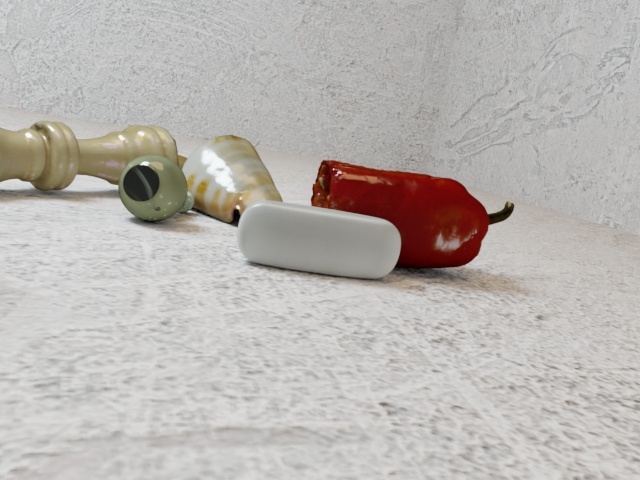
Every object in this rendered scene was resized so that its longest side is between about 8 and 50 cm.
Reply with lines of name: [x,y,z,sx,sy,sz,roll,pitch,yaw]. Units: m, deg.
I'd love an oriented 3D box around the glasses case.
glasses case: [0.000,0.000,0.695,0.197,0.076,0.049,8,13,-12]

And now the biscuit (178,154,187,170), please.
biscuit: [-0.365,-0.165,1.249,0.164,0.047,0.208,11,11,-1]

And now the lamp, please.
lamp: [-0.220,-0.067,0.836,0.091,0.091,0.163,13,-3,10]

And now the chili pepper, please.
chili pepper: [0.157,-0.024,0.809,0.338,0.134,0.131,8,-6,-18]

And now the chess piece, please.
chess piece: [-0.396,-0.124,0.852,0.117,0.117,0.397,18,15,32]

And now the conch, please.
conch: [-0.138,-0.105,0.957,0.158,0.127,0.255,1,15,-42]
